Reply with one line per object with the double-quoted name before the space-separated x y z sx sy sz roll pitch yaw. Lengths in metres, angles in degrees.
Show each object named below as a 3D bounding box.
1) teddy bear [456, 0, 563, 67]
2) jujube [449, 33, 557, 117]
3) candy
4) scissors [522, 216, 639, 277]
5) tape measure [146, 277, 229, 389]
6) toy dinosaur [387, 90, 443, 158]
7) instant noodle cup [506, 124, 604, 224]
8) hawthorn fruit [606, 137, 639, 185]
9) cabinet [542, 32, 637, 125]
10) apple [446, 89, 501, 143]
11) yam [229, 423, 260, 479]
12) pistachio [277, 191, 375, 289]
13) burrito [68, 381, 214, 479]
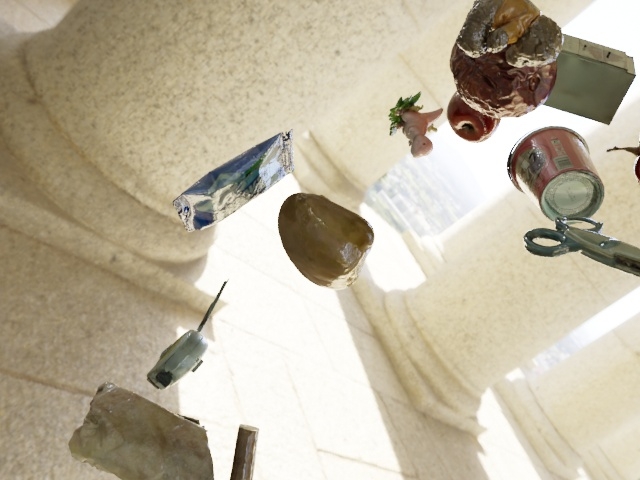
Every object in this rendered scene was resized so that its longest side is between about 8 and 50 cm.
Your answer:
"teddy bear" 0.368 -0.400 1.134 0.190 0.140 0.177 34 38 3
"jujube" 0.406 -0.393 1.364 0.213 0.213 0.232 38 7 -42
"candy" -0.199 -0.141 1.455 0.077 0.331 0.187 50 -15 20
"scissors" 0.458 0.017 0.959 0.289 0.138 0.041 35 -36 62
"tape measure" -0.296 0.234 1.510 0.084 0.330 0.164 48 -28 -14
"toy dinosaur" 0.296 -0.349 1.803 0.177 0.194 0.152 36 -32 30
"instant noodle cup" 0.656 -0.168 1.650 0.244 0.244 0.255 46 24 -20
"hawthorn fruit" 0.786 -0.194 1.331 0.242 0.271 0.242 -5 96 -60
"cabinet" 0.643 -0.404 1.476 0.206 0.150 0.145 21 38 10
"apple" 0.491 -0.405 1.894 0.181 0.168 0.181 30 -29 19
"yam" -0.153 0.475 1.103 0.046 0.046 0.264 20 77 -63
"pistachio" 0.000 0.000 1.498 0.260 0.213 0.163 34 11 7
"burrito" -0.311 0.405 1.154 0.347 0.175 0.107 29 -25 5
